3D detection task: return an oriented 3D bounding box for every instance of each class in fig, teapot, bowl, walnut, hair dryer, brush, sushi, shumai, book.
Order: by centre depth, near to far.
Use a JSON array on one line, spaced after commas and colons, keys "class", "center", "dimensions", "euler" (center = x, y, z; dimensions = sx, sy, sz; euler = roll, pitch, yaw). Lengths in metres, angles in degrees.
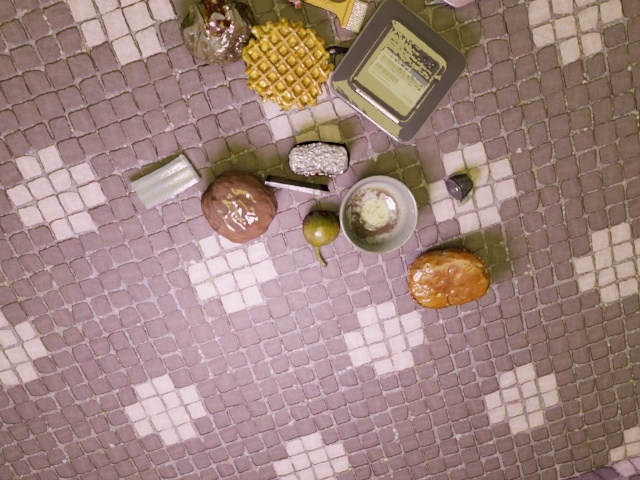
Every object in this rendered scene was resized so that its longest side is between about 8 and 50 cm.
[{"class": "shumai", "center": [-0.334, -0.685, 1.446], "dimensions": [0.255, 0.218, 0.189], "euler": [-18, 100, -1]}, {"class": "brush", "center": [0.025, -0.808, 1.529], "dimensions": [0.271, 0.013, 0.103], "euler": [18, 104, -7]}, {"class": "hair dryer", "center": [0.060, -0.642, 1.574], "dimensions": [0.078, 0.031, 0.084], "euler": [-4, 120, -11]}, {"class": "walnut", "center": [-0.289, -0.116, 1.595], "dimensions": [0.272, 0.227, 0.274], "euler": [-2, 108, -7]}, {"class": "sushi", "center": [-0.005, -0.298, 1.609], "dimensions": [0.224, 0.127, 0.124], "euler": [-1, 107, 5]}, {"class": "book", "center": [-0.082, -0.198, 1.617], "dimensions": [0.230, 0.157, 0.026], "euler": [9, 106, -5]}, {"class": "bowl", "center": [0.209, -0.105, 1.664], "dimensions": [0.288, 0.146, 0.290], "euler": [0, 104, -2]}, {"class": "teapot", "center": [0.536, -0.203, 1.697], "dimensions": [0.090, 0.124, 0.092], "euler": [-33, 63, -9]}, {"class": "fig", "center": [0.000, 0.000, 1.715], "dimensions": [0.149, 0.149, 0.246], "euler": [2, 125, -3]}]

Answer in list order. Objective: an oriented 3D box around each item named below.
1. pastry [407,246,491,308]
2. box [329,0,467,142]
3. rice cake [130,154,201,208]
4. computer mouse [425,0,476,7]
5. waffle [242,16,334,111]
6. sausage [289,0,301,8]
[{"class": "pastry", "center": [0.493, 0.141, 1.738], "dimensions": [0.310, 0.162, 0.255], "euler": [-9, 117, 10]}, {"class": "box", "center": [0.268, -0.582, 1.552], "dimensions": [0.367, 0.090, 0.373], "euler": [35, 100, -9]}, {"class": "rice cake", "center": [-0.569, -0.215, 1.648], "dimensions": [0.236, 0.043, 0.127], "euler": [-28, 106, 6]}, {"class": "computer mouse", "center": [0.525, -0.899, 1.478], "dimensions": [0.388, 0.115, 0.200], "euler": [-27, 102, 4]}, {"class": "waffle", "center": [-0.116, -0.593, 1.521], "dimensions": [0.328, 0.062, 0.330], "euler": [-6, 119, -11]}, {"class": "sausage", "center": [-0.104, -0.920, 1.444], "dimensions": [0.092, 0.093, 0.313], "euler": [-10, 103, 0]}]
